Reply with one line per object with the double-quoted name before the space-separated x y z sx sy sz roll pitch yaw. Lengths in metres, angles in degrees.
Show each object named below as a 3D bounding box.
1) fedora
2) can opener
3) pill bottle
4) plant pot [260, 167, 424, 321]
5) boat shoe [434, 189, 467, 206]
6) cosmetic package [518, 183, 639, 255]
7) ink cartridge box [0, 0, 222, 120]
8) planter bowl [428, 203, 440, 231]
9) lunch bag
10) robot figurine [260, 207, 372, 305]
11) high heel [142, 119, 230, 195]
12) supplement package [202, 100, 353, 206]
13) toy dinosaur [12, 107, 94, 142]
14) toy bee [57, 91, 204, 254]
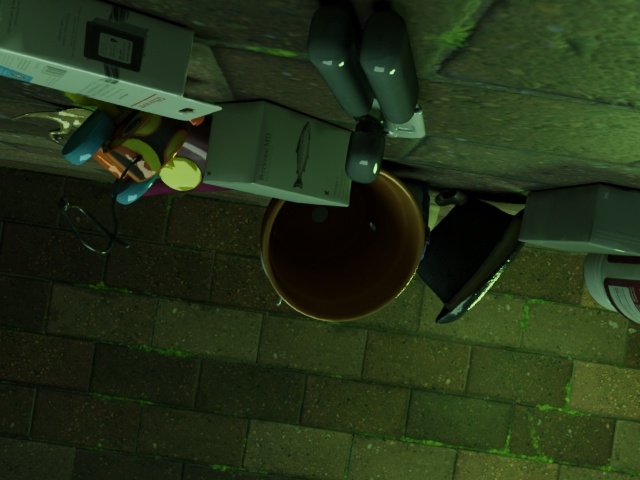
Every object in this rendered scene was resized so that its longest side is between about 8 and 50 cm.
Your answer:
"fedora" 0.309 0.014 1.381 0.153 0.334 0.334 39 -179 3
"can opener" 0.048 -0.112 0.555 0.074 0.093 0.280 9 175 11
"pill bottle" 0.706 0.070 1.274 0.224 0.223 0.392 9 179 -6
"plant pot" 0.021 -0.021 1.203 0.291 0.290 0.203 9 -165 -17
"boat shoe" 0.267 -0.094 1.363 0.035 0.035 0.100 39 171 -21
"cosmetic package" 0.454 -0.032 1.105 0.127 0.107 0.238 12 -178 -8
"ink cartridge box" -0.180 -0.156 0.553 0.180 0.060 0.104 9 178 -31
"planter bowl" 0.242 -0.051 1.784 0.162 0.109 0.162 8 179 0
"lunch bag" 0.162 -0.019 1.367 0.090 0.175 0.219 9 154 -7
"robot figurine" 0.000 0.000 1.506 0.200 0.299 0.353 4 -144 44
"high heel" -0.209 -0.114 1.100 0.181 0.127 0.377 21 170 -27
"supplement package" -0.049 -0.110 0.858 0.105 0.105 0.179 8 180 43
"toy dinosaur" -0.412 -0.199 1.056 0.183 0.053 0.093 0 169 -36
"toy bee" -0.205 -0.114 0.764 0.298 0.162 0.195 55 -172 36
